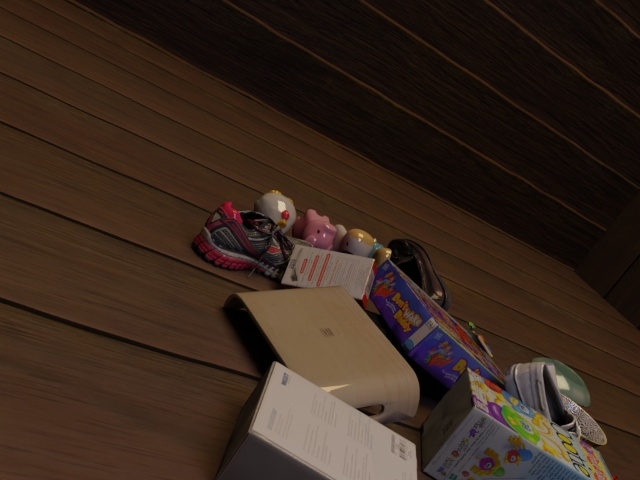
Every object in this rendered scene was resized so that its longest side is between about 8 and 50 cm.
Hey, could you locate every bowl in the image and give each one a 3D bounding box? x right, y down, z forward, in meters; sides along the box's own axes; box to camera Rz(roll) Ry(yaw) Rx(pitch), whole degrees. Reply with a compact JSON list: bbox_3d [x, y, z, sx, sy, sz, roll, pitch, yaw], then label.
[{"bbox_3d":[0.519,0.402,1.458,0.170,0.080,0.170,31,17,-11],"label":"bowl"}]

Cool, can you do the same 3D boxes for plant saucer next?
[{"bbox_3d":[0.679,0.381,1.879,0.195,0.037,0.195,30,16,-10],"label":"plant saucer"}]

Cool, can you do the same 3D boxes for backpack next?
[{"bbox_3d":[0.082,0.183,1.265,0.114,0.084,0.105,28,18,-38],"label":"backpack"}]

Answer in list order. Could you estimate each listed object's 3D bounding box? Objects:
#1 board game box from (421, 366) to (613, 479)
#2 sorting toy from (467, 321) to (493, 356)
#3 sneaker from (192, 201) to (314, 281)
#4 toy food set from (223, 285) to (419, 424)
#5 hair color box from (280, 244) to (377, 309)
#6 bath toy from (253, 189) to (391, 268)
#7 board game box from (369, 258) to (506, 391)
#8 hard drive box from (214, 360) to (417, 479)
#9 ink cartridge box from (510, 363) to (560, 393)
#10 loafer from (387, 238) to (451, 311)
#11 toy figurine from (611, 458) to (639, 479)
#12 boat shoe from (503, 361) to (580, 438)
[{"bbox_3d":[0.319,0.361,1.107,0.275,0.144,0.142,33,17,-2],"label":"board game box"},{"bbox_3d":[0.357,0.220,1.513,0.083,0.012,0.062,57,2,-3],"label":"sorting toy"},{"bbox_3d":[-0.108,0.007,1.366,0.299,0.112,0.121,13,26,-50],"label":"sneaker"},{"bbox_3d":[-0.005,0.186,1.112,0.219,0.092,0.306,0,33,-35],"label":"toy food set"},{"bbox_3d":[0.018,0.071,1.324,0.167,0.093,0.053,11,-28,17],"label":"hair color box"},{"bbox_3d":[0.000,0.000,1.572,0.348,0.151,0.129,24,55,-27],"label":"bath toy"},{"bbox_3d":[0.250,0.211,1.353,0.347,0.078,0.233,41,10,-35],"label":"board game box"},{"bbox_3d":[0.004,0.280,0.855,0.232,0.089,0.181,33,17,-3],"label":"hard drive box"},{"bbox_3d":[0.419,0.345,1.306,0.206,0.045,0.208,11,65,-48],"label":"ink cartridge box"},{"bbox_3d":[0.245,0.082,1.812,0.095,0.109,0.302,17,26,-32],"label":"loafer"},{"bbox_3d":[0.623,0.461,1.226,0.148,0.213,0.209,39,-13,36],"label":"toy figurine"},{"bbox_3d":[0.415,0.336,1.199,0.095,0.084,0.258,-36,99,-50],"label":"boat shoe"}]
